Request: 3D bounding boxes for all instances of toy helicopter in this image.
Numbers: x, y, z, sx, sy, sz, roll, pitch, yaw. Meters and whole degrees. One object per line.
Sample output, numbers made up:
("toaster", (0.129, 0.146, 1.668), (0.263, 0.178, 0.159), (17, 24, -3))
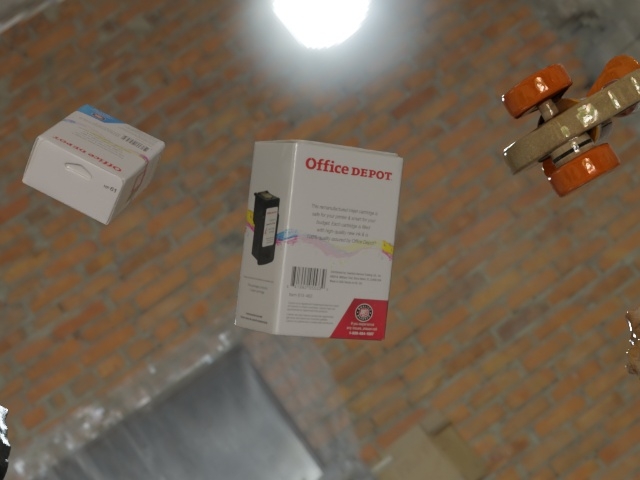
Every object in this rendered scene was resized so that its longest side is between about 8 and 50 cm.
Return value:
("toy helicopter", (0.382, -0.175, 1.616), (0.355, 0.140, 0.235), (-29, -7, -4))

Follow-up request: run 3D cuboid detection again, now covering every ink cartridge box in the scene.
("ink cartridge box", (-0.207, -0.072, 1.217), (0.052, 0.089, 0.122), (-64, -1, 22))
("ink cartridge box", (0.000, 0.000, 1.217), (0.128, 0.175, 0.072), (6, 0, -35))

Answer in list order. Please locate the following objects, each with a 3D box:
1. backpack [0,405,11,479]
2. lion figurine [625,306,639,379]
("backpack", (-0.418, 0.180, 1.193), (0.213, 0.263, 0.276), (-45, -57, -12))
("lion figurine", (0.517, 0.249, 1.843), (0.240, 0.142, 0.392), (-26, -58, -35))
